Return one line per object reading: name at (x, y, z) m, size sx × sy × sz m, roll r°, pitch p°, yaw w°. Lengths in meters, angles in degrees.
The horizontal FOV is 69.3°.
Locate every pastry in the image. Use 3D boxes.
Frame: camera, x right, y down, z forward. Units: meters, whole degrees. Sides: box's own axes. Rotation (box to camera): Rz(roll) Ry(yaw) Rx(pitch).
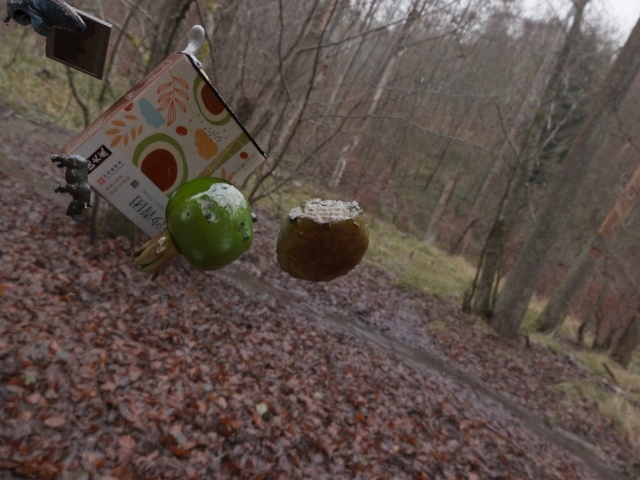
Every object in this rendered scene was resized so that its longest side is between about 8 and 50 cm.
pastry at (0.005, 0.001, 1.223) m, size 0.256 × 0.236 × 0.121 m, roll -7°, pitch 43°, yaw -9°

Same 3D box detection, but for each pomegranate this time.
pomegranate at (-0.303, -0.021, 1.112) m, size 0.236 × 0.301 × 0.236 m, roll 157°, pitch -90°, yaw -86°

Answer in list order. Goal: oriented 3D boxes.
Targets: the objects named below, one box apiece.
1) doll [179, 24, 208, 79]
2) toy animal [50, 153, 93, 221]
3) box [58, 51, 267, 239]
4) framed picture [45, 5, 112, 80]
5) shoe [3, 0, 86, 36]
doll at (-0.473, -0.578, 1.601) m, size 0.159 × 0.311 × 0.242 m, roll 15°, pitch -1°, yaw 12°
toy animal at (-0.492, -0.104, 0.924) m, size 0.064 × 0.136 × 0.047 m, roll -2°, pitch 6°, yaw -6°
box at (-0.389, -0.223, 1.206) m, size 0.122 × 0.385 × 0.345 m, roll 35°, pitch -13°, yaw 50°
framed picture at (-0.816, -0.667, 1.554) m, size 0.192 × 0.018 × 0.265 m, roll 19°, pitch -30°, yaw -23°
shoe at (-0.489, -0.398, 0.820) m, size 0.142 × 0.071 × 0.064 m, roll 17°, pitch -2°, yaw 0°
